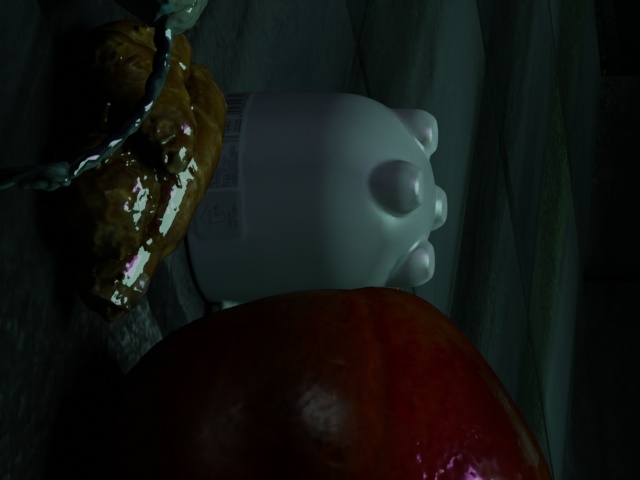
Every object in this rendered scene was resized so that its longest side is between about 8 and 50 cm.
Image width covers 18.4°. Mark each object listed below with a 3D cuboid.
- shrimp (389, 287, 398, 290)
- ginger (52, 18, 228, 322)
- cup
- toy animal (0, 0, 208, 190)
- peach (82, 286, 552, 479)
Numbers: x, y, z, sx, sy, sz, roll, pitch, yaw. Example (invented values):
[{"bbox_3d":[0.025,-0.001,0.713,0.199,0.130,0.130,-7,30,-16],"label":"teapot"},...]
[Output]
[{"bbox_3d":[0.030,0.044,1.523,0.248,0.068,0.150,-68,160,-69],"label":"shrimp"},{"bbox_3d":[-0.089,-0.046,0.995,0.103,0.073,0.162,71,24,-51],"label":"ginger"},{"bbox_3d":[-0.002,-0.010,1.215,0.134,0.142,0.173,74,21,-51],"label":"cup"},{"bbox_3d":[-0.093,-0.118,0.960,0.070,0.079,0.253,54,36,-50],"label":"toy animal"},{"bbox_3d":[0.008,0.164,0.995,0.245,0.249,0.274,-42,-135,45],"label":"peach"}]
